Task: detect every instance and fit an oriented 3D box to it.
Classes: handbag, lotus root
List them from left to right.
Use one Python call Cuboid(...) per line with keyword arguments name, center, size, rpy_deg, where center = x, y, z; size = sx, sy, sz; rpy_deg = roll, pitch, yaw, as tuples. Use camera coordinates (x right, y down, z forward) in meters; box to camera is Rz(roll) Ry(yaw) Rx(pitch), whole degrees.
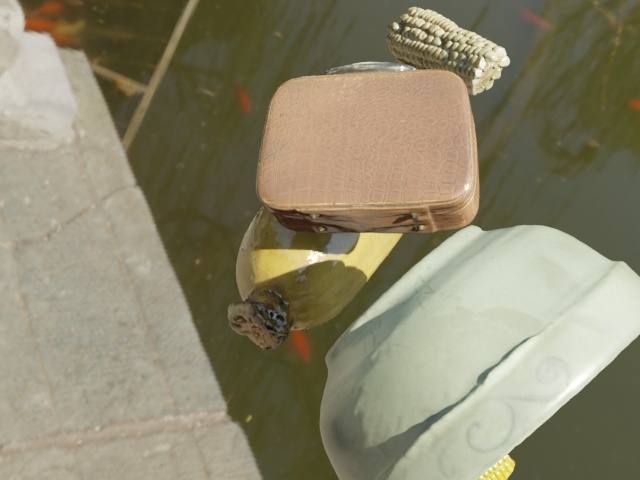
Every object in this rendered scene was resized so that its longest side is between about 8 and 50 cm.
Cuboid(name="lotus root", center=(-0.002, -0.003, 1.060), size=(0.131, 0.146, 0.303), rpy_deg=(19, 47, 28))
Cuboid(name="handbag", center=(0.047, -0.083, 0.887), size=(0.193, 0.072, 0.151), rpy_deg=(0, 70, 16))

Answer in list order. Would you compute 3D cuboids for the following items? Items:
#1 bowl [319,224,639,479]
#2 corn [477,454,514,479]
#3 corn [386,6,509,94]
Cuboid(name="bowl", center=(0.119, 0.101, 0.821), size=(0.163, 0.307, 0.307), rpy_deg=(48, 42, 10))
Cuboid(name="corn", center=(0.116, 0.281, 1.020), size=(0.067, 0.206, 0.067), rpy_deg=(48, 1, -1))
Cuboid(name="corn", center=(0.169, -0.242, 1.284), size=(0.087, 0.087, 0.211), rpy_deg=(-1, 28, -34))
